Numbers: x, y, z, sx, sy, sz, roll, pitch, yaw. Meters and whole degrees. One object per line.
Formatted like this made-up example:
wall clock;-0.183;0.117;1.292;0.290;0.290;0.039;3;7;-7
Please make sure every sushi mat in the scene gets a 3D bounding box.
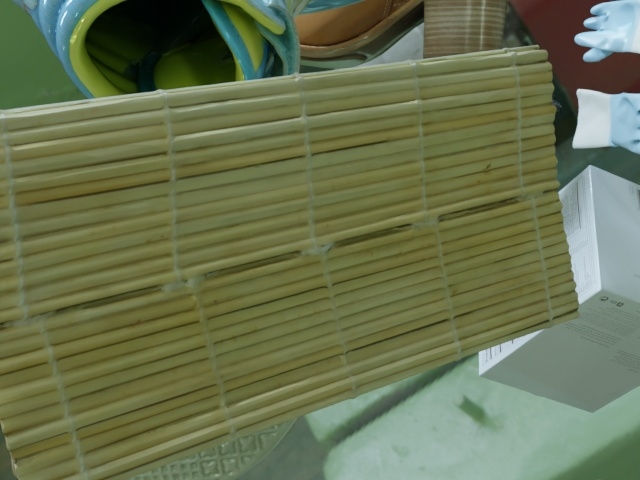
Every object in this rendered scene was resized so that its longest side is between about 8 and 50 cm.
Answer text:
sushi mat;0.000;0.000;0.442;0.019;0.316;0.152;7;107;56

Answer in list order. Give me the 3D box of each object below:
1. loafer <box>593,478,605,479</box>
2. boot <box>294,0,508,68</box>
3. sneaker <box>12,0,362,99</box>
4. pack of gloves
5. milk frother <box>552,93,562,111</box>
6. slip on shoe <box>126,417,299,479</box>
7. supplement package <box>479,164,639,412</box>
loafer;0.426;0.421;1.438;0.133;0.366;0.130;-28;74;-27
boot;0.041;-0.278;0.921;0.283;0.109;0.220;2;95;23
sneaker;-0.039;-0.140;0.587;0.208;0.319;0.127;55;136;30
pack of gloves;0.370;-0.210;1.238;0.232;0.046;0.195;-149;62;-74
milk frother;0.233;-0.141;1.230;0.129;0.135;0.143;9;19;12
slip on shoe;-0.053;0.094;0.842;0.331;0.123;0.101;-49;6;-1
supplement package;0.366;0.074;1.320;0.263;0.199;0.198;-49;28;49
